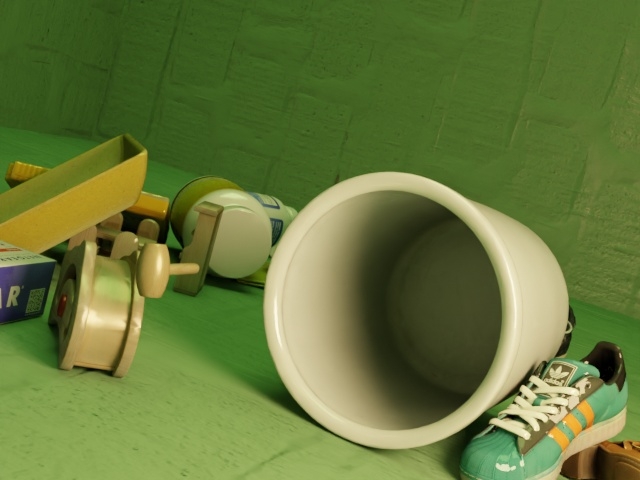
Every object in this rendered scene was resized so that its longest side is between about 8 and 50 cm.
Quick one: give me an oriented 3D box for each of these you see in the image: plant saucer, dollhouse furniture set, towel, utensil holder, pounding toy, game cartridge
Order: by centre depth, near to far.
[{"bbox_3d":[-0.240,0.090,1.029,0.154,0.154,0.269,13,-11,-24],"label":"pounding toy"},{"bbox_3d":[0.158,0.090,1.150,0.327,0.328,0.385,20,6,27],"label":"utensil holder"},{"bbox_3d":[-0.445,-0.062,1.413,0.332,0.081,0.333,-28,19,-11],"label":"plant saucer"},{"bbox_3d":[-0.319,-0.014,1.533,0.242,0.161,0.212,16,7,-2],"label":"dollhouse furniture set"},{"bbox_3d":[-0.480,-0.074,1.756,0.323,0.053,0.285,13,-13,-7],"label":"game cartridge"},{"bbox_3d":[-0.137,0.075,1.854,0.102,0.021,0.237,10,8,-7],"label":"towel"}]

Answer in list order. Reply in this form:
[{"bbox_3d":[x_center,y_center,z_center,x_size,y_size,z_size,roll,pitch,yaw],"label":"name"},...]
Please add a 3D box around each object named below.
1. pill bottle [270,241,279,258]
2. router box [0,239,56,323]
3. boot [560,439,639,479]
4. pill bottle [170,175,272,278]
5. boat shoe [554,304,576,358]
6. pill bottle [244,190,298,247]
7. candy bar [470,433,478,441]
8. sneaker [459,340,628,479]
[{"bbox_3d":[0.000,0.000,1.864,0.121,0.221,0.121,55,-1,1],"label":"pill bottle"},{"bbox_3d":[-0.548,0.026,1.010,0.301,0.082,0.335,18,7,15],"label":"router box"},{"bbox_3d":[0.422,0.299,1.079,0.152,0.073,0.197,5,8,-33],"label":"boot"},{"bbox_3d":[-0.211,-0.027,1.777,0.188,0.188,0.334,14,7,-19],"label":"pill bottle"},{"bbox_3d":[0.397,0.184,1.659,0.186,0.156,0.500,22,10,27],"label":"boat shoe"},{"bbox_3d":[-0.182,-0.049,2.178,0.152,0.152,0.272,22,8,40],"label":"pill bottle"},{"bbox_3d":[0.278,0.263,1.112,0.161,0.018,0.040,-4,7,-10],"label":"candy bar"},{"bbox_3d":[0.280,0.210,1.039,0.302,0.121,0.108,-17,22,-39],"label":"sneaker"}]
